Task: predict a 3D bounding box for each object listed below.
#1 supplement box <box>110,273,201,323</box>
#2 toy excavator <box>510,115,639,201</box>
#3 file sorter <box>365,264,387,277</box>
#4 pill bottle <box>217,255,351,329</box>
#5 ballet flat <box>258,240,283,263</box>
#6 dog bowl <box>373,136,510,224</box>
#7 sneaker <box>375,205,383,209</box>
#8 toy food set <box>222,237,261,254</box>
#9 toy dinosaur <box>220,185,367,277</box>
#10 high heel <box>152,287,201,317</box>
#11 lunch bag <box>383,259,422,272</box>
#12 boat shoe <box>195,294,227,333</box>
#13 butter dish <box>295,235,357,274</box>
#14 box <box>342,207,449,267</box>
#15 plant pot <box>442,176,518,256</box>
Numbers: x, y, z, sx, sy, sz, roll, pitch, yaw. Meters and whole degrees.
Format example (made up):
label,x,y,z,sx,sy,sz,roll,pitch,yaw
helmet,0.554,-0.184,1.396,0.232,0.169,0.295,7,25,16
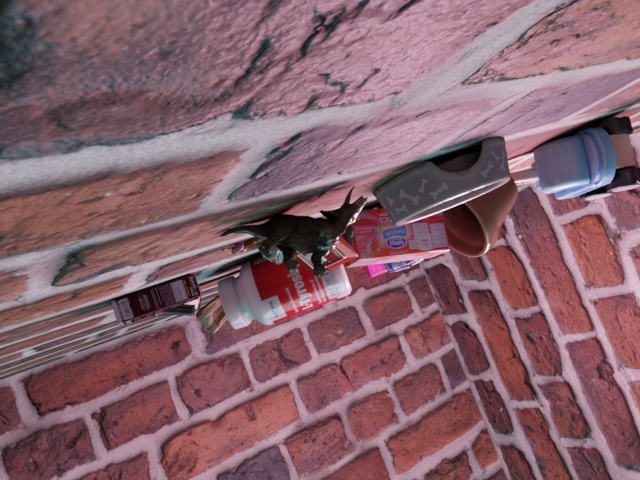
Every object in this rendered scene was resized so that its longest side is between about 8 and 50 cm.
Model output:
label,x,y,z,sx,sy,sz,roll,pitch,yaw
supplement box,-0.477,0.174,1.586,0.239,0.073,0.130,-18,175,-20
toy excavator,0.741,-0.228,1.803,0.445,0.222,0.433,-6,173,-7
file sorter,0.311,0.025,2.444,0.182,0.202,0.291,-25,173,27
pill bottle,-0.121,0.142,1.805,0.408,0.229,0.229,-21,175,0
ballet flat,-0.139,0.025,1.535,0.068,0.072,0.213,7,172,-1
dog bowl,0.314,-0.139,1.372,0.349,0.102,0.349,-21,174,-2
sneaker,0.195,-0.102,1.695,0.083,0.032,0.037,-25,154,35
toy food set,-0.186,0.013,1.387,0.122,0.019,0.078,-21,175,-5
toy dinosaur,-0.047,-0.008,1.155,0.314,0.121,0.160,-9,-151,7
high heel,-0.523,0.208,1.920,0.186,0.093,0.261,5,-172,-4
lunch bag,0.307,0.011,2.180,0.176,0.219,0.090,-24,173,36
boat shoe,-0.300,0.207,2.023,0.341,0.110,0.121,-39,-178,-16
butter dish,0.000,0.000,1.525,0.160,0.118,0.160,-27,131,26
box,0.221,-0.012,1.664,0.300,0.154,0.142,-7,169,-17
plant pot,0.491,-0.118,1.711,0.229,0.263,0.263,-39,-179,-20
